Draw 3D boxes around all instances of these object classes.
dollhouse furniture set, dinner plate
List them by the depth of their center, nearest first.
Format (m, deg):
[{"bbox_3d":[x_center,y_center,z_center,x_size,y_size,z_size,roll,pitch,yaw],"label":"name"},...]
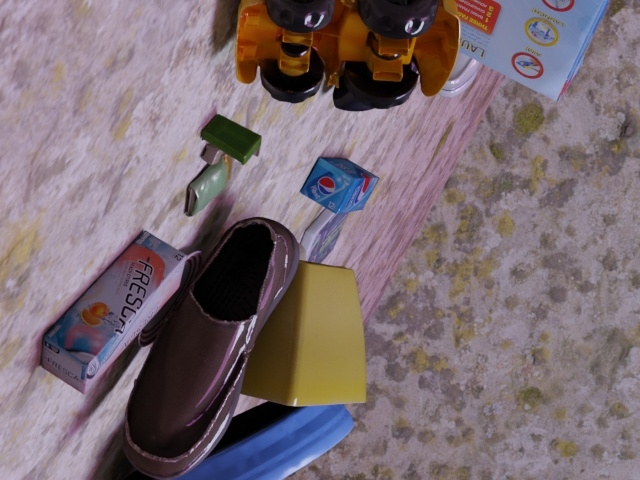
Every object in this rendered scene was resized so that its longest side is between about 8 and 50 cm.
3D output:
[{"bbox_3d":[-0.106,-0.079,1.437,0.076,0.059,0.151,-53,168,-33],"label":"dollhouse furniture set"},{"bbox_3d":[-0.192,0.070,1.575,0.141,0.017,0.141,-56,169,-17],"label":"dinner plate"}]

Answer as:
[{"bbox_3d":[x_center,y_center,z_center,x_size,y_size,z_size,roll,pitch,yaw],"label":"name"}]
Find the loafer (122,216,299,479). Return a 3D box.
[{"bbox_3d":[-0.148,0.118,1.567,0.130,0.134,0.366,77,35,-71],"label":"loafer"}]

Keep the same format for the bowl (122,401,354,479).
[{"bbox_3d":[-0.140,0.327,1.882,0.391,0.077,0.391,-26,180,0],"label":"bowl"}]

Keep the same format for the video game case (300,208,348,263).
[{"bbox_3d":[0.000,0.000,2.311,0.190,0.022,0.173,-49,166,-48],"label":"video game case"}]

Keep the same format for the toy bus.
[{"bbox_3d":[0.023,-0.260,1.286,0.149,0.220,0.211,102,-12,-61],"label":"toy bus"}]

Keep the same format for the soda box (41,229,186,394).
[{"bbox_3d":[-0.217,0.074,1.335,0.183,0.058,0.063,-52,168,-39],"label":"soda box"}]

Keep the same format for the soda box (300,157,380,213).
[{"bbox_3d":[0.035,-0.091,2.071,0.067,0.071,0.210,-61,170,10],"label":"soda box"}]

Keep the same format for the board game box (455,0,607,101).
[{"bbox_3d":[0.195,-0.342,1.437,0.086,0.308,0.302,-56,170,-28],"label":"board game box"}]

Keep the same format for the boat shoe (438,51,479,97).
[{"bbox_3d":[0.276,-0.394,2.369,0.084,0.095,0.258,75,36,-71],"label":"boat shoe"}]

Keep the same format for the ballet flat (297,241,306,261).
[{"bbox_3d":[-0.109,0.091,1.898,0.248,0.086,0.086,-56,170,-14],"label":"ballet flat"}]

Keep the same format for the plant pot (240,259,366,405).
[{"bbox_3d":[-0.058,0.116,1.748,0.212,0.212,0.187,11,89,-59],"label":"plant pot"}]

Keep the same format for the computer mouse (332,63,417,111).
[{"bbox_3d":[0.122,-0.282,1.777,0.272,0.072,0.188,-54,-159,-3],"label":"computer mouse"}]
